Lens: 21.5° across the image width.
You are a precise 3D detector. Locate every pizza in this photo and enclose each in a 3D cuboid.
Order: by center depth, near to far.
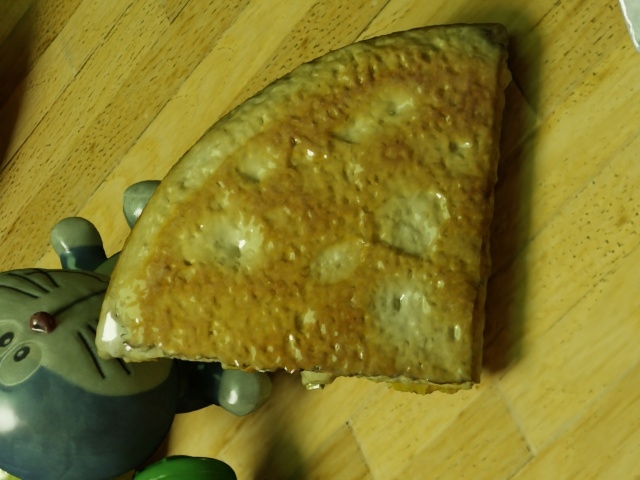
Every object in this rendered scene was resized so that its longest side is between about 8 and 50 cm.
[{"bbox_3d":[-0.008,-0.033,1.149,0.087,0.258,0.268,90,-172,-79],"label":"pizza"}]

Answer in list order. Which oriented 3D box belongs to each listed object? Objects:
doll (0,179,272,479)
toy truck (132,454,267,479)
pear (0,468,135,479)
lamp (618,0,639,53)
[{"bbox_3d":[-0.156,0.074,1.236,0.228,0.258,0.154,40,125,26],"label":"doll"},{"bbox_3d":[-0.064,0.269,1.176,0.101,0.125,0.242,-34,57,35],"label":"toy truck"},{"bbox_3d":[-0.223,0.153,1.371,0.180,0.166,0.216,-65,-2,35],"label":"pear"},{"bbox_3d":[0.213,-0.246,0.996,0.301,0.247,0.247,-16,106,32],"label":"lamp"}]
